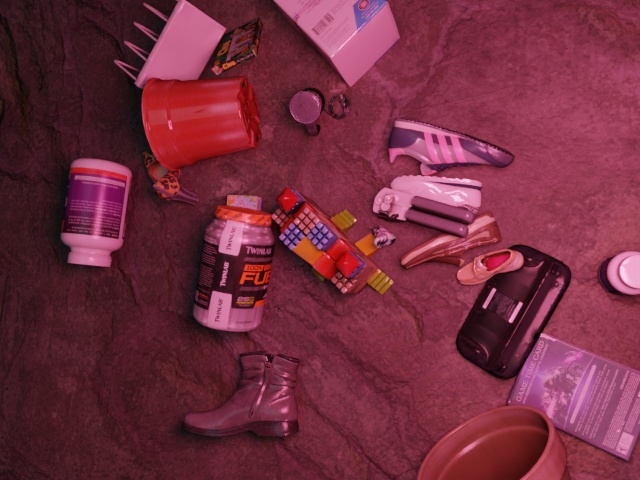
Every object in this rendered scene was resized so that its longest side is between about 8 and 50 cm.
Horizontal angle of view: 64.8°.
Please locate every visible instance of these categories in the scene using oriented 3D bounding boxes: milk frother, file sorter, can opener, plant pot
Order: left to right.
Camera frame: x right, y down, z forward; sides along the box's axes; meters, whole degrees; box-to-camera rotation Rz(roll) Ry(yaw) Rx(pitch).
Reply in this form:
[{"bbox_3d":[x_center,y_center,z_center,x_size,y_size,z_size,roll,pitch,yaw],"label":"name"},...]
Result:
[{"bbox_3d":[-0.469,-0.600,1.544,0.173,0.193,0.277,40,104,23],"label":"file sorter"},{"bbox_3d":[-0.325,-0.351,1.458,0.265,0.272,0.272,-6,81,9],"label":"plant pot"},{"bbox_3d":[0.003,-0.374,1.401,0.143,0.135,0.129,-29,106,16],"label":"milk frother"},{"bbox_3d":[0.254,-0.070,1.269,0.280,0.093,0.074,19,80,41],"label":"can opener"},{"bbox_3d":[0.415,0.570,1.082,0.323,0.323,0.280,-31,91,13],"label":"plant pot"}]

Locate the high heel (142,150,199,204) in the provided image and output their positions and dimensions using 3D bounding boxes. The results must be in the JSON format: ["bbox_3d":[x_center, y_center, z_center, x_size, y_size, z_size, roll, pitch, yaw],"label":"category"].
[{"bbox_3d":[-0.496,-0.211,1.521,0.261,0.186,0.093,43,98,18],"label":"high heel"}]

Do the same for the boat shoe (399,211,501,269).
[{"bbox_3d":[0.330,0.025,1.267,0.257,0.095,0.095,-28,82,13],"label":"boat shoe"}]

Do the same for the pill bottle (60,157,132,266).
[{"bbox_3d":[-0.703,-0.084,1.578,0.182,0.181,0.323,4,84,19],"label":"pill bottle"}]

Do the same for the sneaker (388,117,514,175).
[{"bbox_3d":[0.328,-0.219,1.303,0.319,0.112,0.131,22,108,22],"label":"sneaker"}]

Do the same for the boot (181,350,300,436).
[{"bbox_3d":[-0.217,0.421,1.403,0.338,0.118,0.222,-4,79,7],"label":"boot"}]

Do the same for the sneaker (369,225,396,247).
[{"bbox_3d":[0.151,-0.015,1.331,0.069,0.098,0.038,46,113,23],"label":"sneaker"}]

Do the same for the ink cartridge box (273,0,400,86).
[{"bbox_3d":[0.044,-0.612,1.383,0.198,0.197,0.270,-42,73,10],"label":"ink cartridge box"}]

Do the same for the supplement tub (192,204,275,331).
[{"bbox_3d":[-0.231,0.071,1.371,0.194,0.193,0.316,13,99,20],"label":"supplement tub"}]

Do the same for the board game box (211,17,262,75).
[{"bbox_3d":[-0.241,-0.574,1.484,0.136,0.030,0.259,-22,38,16],"label":"board game box"}]

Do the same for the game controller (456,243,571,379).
[{"bbox_3d":[0.463,0.169,1.224,0.166,0.067,0.319,31,93,38],"label":"game controller"}]

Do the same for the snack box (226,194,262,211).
[{"bbox_3d":[-0.231,-0.061,1.493,0.100,0.037,0.141,4,86,18],"label":"snack box"}]

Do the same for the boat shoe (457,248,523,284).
[{"bbox_3d":[0.403,0.059,1.230,0.170,0.059,0.063,-28,51,35],"label":"boat shoe"}]

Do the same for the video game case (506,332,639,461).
[{"bbox_3d":[0.603,0.353,1.170,0.274,0.026,0.196,22,91,21],"label":"video game case"}]

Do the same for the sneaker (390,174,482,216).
[{"bbox_3d":[0.294,-0.117,1.303,0.235,0.090,0.094,8,96,21],"label":"sneaker"}]

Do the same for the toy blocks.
[{"bbox_3d":[0.000,0.000,1.290,0.191,0.261,0.381,-47,72,8],"label":"toy blocks"}]

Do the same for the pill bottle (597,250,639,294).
[{"bbox_3d":[0.673,0.073,1.103,0.094,0.169,0.094,-2,83,19],"label":"pill bottle"}]
